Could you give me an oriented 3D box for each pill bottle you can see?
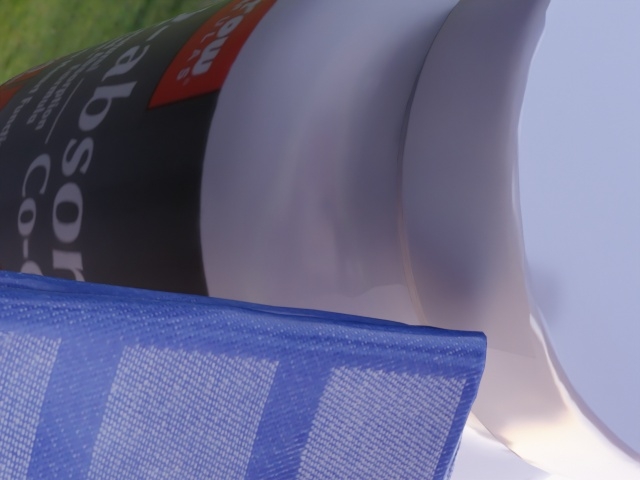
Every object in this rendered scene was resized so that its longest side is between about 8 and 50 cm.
[{"bbox_3d":[0.000,0.000,0.556,0.363,0.210,0.210,-7,-126,50],"label":"pill bottle"}]

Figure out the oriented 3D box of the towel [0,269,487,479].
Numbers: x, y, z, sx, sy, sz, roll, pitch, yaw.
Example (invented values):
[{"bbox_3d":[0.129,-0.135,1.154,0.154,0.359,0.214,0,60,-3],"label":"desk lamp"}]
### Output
[{"bbox_3d":[-0.077,0.142,0.359,0.034,0.209,0.285,38,-63,57],"label":"towel"}]
